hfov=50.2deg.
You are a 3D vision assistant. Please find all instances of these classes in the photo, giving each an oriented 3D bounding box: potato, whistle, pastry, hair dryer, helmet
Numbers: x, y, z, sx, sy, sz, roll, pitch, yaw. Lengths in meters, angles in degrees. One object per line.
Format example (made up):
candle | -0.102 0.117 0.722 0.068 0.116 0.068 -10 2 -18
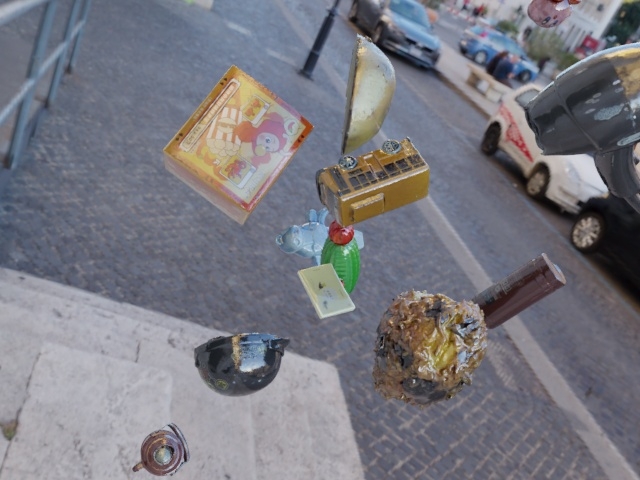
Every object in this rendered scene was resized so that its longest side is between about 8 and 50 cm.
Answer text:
potato | 0.114 -0.337 1.639 0.116 0.239 0.299 11 65 -6
whistle | 0.000 0.000 1.785 0.269 0.093 0.180 -2 75 -30
pastry | 0.291 0.306 1.924 0.292 0.337 0.405 20 -4 -10
hair dryer | 0.334 -0.107 0.685 0.271 0.236 0.091 48 25 -59
helmet | -0.217 0.359 1.931 0.279 0.230 0.160 2 66 -21

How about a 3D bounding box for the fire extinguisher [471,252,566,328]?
fire extinguisher | 0.559 0.169 2.051 0.114 0.337 0.135 47 25 -13

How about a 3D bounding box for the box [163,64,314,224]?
box | -0.210 -0.235 1.729 0.260 0.283 0.214 37 -14 -7

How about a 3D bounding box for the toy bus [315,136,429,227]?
toy bus | 0.102 -0.107 1.315 0.201 0.098 0.114 -21 52 -10

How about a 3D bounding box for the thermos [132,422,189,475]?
thermos | -0.351 0.467 1.494 0.124 0.232 0.099 -26 84 -17

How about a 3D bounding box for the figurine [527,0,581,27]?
figurine | 0.400 -0.403 1.180 0.083 0.071 0.067 5 52 -28

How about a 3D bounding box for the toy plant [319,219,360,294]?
toy plant | 0.043 0.028 1.484 0.088 0.240 0.154 2 26 3

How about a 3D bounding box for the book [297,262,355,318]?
book | 0.011 0.096 1.329 0.077 0.014 0.111 -12 58 -28
